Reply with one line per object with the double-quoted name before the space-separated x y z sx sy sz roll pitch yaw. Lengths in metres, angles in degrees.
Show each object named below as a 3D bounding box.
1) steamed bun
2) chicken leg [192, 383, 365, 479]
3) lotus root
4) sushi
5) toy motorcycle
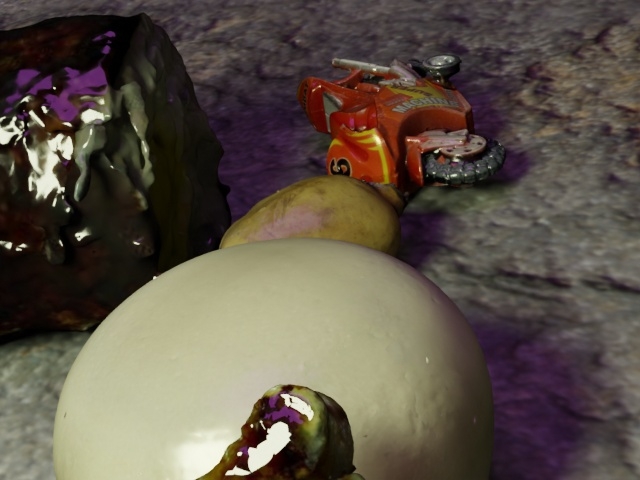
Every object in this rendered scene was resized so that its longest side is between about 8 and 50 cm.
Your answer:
"steamed bun" -0.036 0.122 1.250 0.324 0.206 0.324 -11 26 6
"chicken leg" -0.122 0.246 1.040 0.361 0.211 0.140 -25 1 12
"lotus root" 0.000 0.000 1.566 0.221 0.118 0.125 -30 48 -22
"sushi" -0.258 -0.058 1.603 0.294 0.299 0.281 -4 44 16
"toy motorcycle" 0.074 -0.115 1.768 0.171 0.089 0.298 -19 27 -6
